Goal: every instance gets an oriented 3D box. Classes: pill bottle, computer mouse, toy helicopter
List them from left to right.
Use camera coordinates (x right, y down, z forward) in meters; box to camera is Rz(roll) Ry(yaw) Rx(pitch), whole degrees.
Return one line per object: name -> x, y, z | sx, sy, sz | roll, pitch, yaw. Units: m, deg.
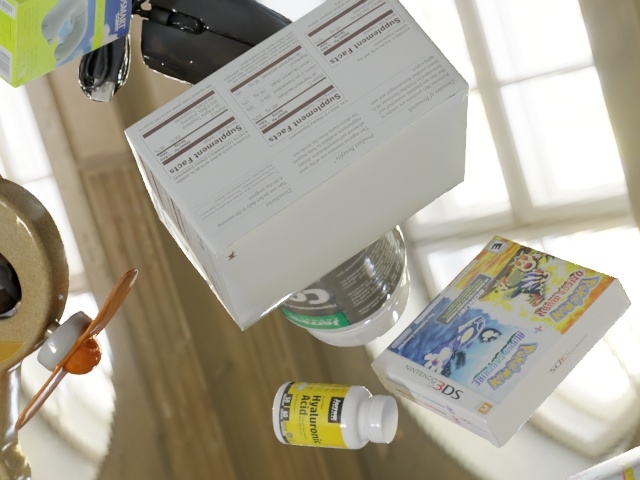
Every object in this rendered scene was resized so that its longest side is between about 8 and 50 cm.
toy helicopter -> -0.294, 0.106, 1.467 | 0.235, 0.355, 0.140 | 16, -151, 18
computer mouse -> -0.118, -0.213, 1.728 | 0.272, 0.188, 0.072 | 16, 171, -20
pill bottle -> 0.000, 0.000, 2.088 | 0.204, 0.204, 0.361 | -15, 152, 10
pill bottle -> 0.016, 0.177, 1.584 | 0.116, 0.065, 0.065 | 0, -164, 23

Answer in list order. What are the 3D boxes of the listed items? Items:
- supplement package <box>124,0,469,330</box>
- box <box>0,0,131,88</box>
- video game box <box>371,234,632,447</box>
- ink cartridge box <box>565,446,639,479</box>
supplement package -> -0.013, -0.074, 1.406 | 0.262, 0.145, 0.204 | -33, 160, -9
box -> -0.253, -0.236, 1.595 | 0.042, 0.109, 0.178 | 36, -132, 24
video game box -> 0.179, 0.096, 1.584 | 0.205, 0.048, 0.187 | -45, -143, -17
ink cartridge box -> 0.435, 0.358, 2.138 | 0.176, 0.127, 0.128 | -27, 178, 14
